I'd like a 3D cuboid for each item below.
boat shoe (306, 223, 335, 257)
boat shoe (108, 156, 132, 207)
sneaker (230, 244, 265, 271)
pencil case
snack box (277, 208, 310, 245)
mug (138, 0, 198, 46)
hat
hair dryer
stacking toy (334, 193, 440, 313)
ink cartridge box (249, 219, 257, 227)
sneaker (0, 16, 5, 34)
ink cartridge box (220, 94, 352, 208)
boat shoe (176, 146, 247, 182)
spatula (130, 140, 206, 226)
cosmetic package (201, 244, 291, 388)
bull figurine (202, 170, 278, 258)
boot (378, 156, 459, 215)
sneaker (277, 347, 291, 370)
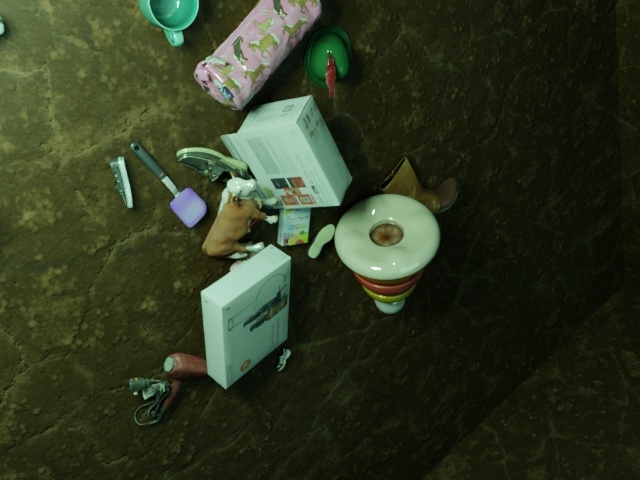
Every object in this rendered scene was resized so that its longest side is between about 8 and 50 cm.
[{"bbox_3d":[-0.001,-0.001,2.100,0.049,0.042,0.133,37,86,-21],"label":"boat shoe"},{"bbox_3d":[-0.523,-0.151,1.636,0.040,0.049,0.142,-10,116,-12],"label":"boat shoe"},{"bbox_3d":[-0.226,0.051,1.947,0.134,0.051,0.070,-20,119,-33],"label":"sneaker"},{"bbox_3d":[-0.161,-0.531,1.665,0.160,0.167,0.386,40,82,-6],"label":"pencil case"},{"bbox_3d":[-0.085,-0.057,2.011,0.100,0.037,0.141,-9,115,-35],"label":"snack box"},{"bbox_3d":[-0.379,-0.570,1.516,0.129,0.097,0.158,16,101,-41],"label":"mug"},{"bbox_3d":[0.068,-0.515,1.823,0.172,0.183,0.209,7,105,-39],"label":"hat"},{"bbox_3d":[-0.457,0.443,1.952,0.293,0.080,0.224,-20,137,-23],"label":"hair dryer"},{"bbox_3d":[0.247,0.101,2.213,0.350,0.350,0.480,-37,145,-18],"label":"stacking toy"},{"bbox_3d":[-0.225,-0.087,1.897,0.063,0.029,0.115,-46,130,-11],"label":"ink cartridge box"},{"bbox_3d":[-0.804,-0.407,1.284,0.297,0.111,0.129,-23,138,-23],"label":"sneaker"},{"bbox_3d":[-0.097,-0.245,1.826,0.310,0.271,0.130,60,40,-38],"label":"ink cartridge box"},{"bbox_3d":[-0.298,-0.203,1.745,0.223,0.080,0.074,11,67,-43],"label":"boat shoe"},{"bbox_3d":[-0.421,-0.161,1.715,0.084,0.030,0.296,-46,130,-13],"label":"spatula"},{"bbox_3d":[-0.221,0.236,1.901,0.284,0.097,0.378,-34,144,-35],"label":"cosmetic package"},{"bbox_3d":[-0.230,-0.066,1.810,0.188,0.101,0.310,11,129,-32],"label":"bull figurine"},{"bbox_3d":[0.363,-0.203,2.277,0.264,0.096,0.280,-44,123,-3],"label":"boot"},{"bbox_3d":[-0.139,0.417,2.195,0.036,0.032,0.083,26,88,-28],"label":"sneaker"}]
